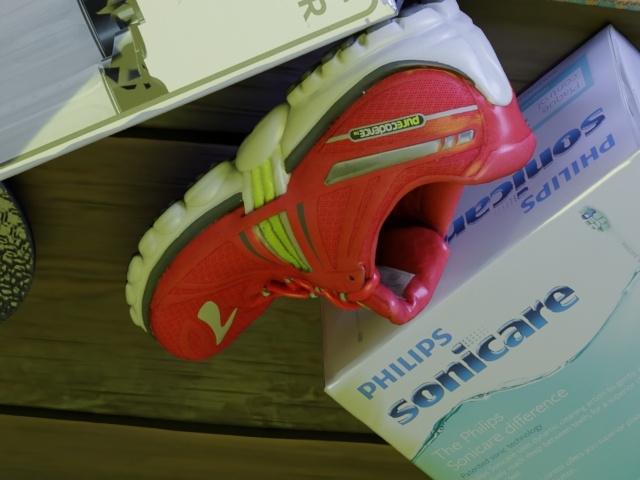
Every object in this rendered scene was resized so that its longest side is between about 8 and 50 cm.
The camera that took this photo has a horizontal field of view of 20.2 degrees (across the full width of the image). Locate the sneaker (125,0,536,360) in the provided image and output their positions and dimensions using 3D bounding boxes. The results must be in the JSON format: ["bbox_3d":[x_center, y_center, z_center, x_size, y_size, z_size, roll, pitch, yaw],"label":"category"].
[{"bbox_3d":[0.000,0.000,0.890,0.118,0.107,0.279,55,134,10],"label":"sneaker"}]

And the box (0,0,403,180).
[{"bbox_3d":[-0.109,-0.091,0.811,0.290,0.169,0.087,-22,98,6],"label":"box"}]

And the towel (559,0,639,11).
[{"bbox_3d":[0.232,-0.220,0.842,0.370,0.040,0.271,5,123,-6],"label":"towel"}]

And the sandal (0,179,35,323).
[{"bbox_3d":[-0.198,-0.038,0.946,0.067,0.040,0.179,-18,109,3],"label":"sandal"}]

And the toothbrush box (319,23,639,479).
[{"bbox_3d":[0.173,0.066,0.978,0.216,0.126,0.295,-39,118,22],"label":"toothbrush box"}]
